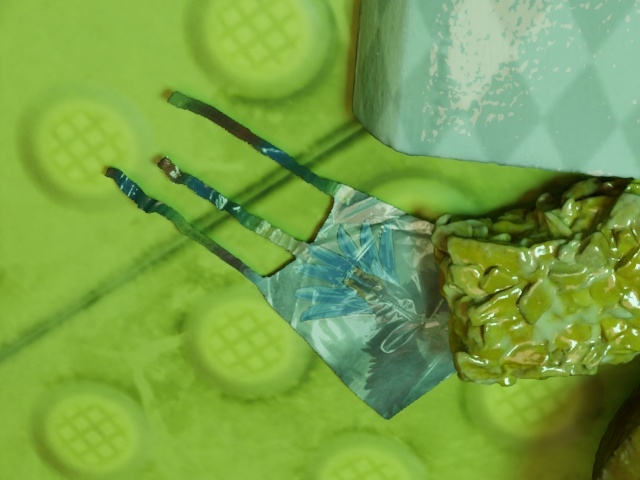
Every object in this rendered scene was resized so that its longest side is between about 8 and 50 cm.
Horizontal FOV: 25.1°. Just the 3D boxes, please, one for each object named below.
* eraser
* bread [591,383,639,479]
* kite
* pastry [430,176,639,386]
[{"bbox_3d":[0.136,-0.241,0.900,0.213,0.082,0.396,6,116,2],"label":"eraser"},{"bbox_3d":[0.333,0.203,1.041,0.312,0.172,0.312,1,117,2],"label":"bread"},{"bbox_3d":[0.000,-0.001,1.072,0.310,0.015,0.169,38,114,-15],"label":"kite"},{"bbox_3d":[0.207,0.027,1.010,0.250,0.102,0.154,-12,115,10],"label":"pastry"}]
